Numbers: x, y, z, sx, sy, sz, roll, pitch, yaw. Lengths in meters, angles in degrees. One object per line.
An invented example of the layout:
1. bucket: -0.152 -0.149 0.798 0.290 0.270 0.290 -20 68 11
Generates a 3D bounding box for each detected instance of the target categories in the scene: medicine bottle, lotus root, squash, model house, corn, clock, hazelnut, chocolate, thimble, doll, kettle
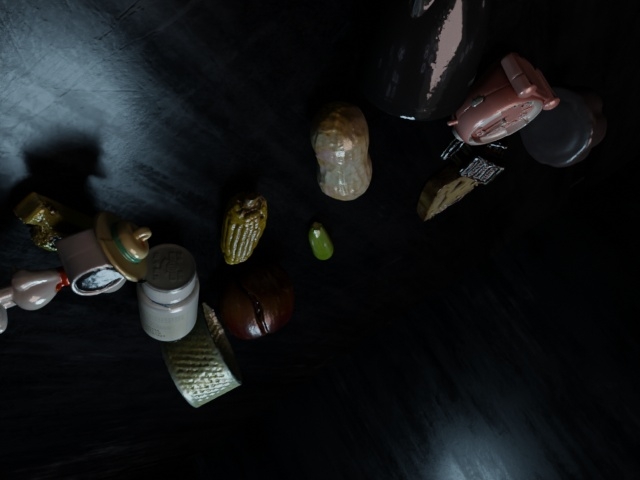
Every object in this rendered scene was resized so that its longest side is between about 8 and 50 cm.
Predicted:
1. medicine bottle: -0.355 0.125 1.290 0.143 0.144 0.258 -20 156 -26
2. lotus root: 0.407 -0.171 1.751 0.260 0.075 0.170 -35 157 12
3. squash: 0.000 0.000 1.596 0.066 0.066 0.201 -29 154 -7
4. model house: 0.459 -0.249 1.564 0.106 0.152 0.165 -19 156 -42
5. corn: -0.182 -0.027 1.270 0.097 0.097 0.262 -19 157 -28
6. clock: 0.430 -0.341 1.374 0.241 0.143 0.227 -36 158 36
7. hazelnut: -0.187 0.160 1.544 0.218 0.218 0.234 -47 172 32
8. chocolate: 0.045 -0.182 1.193 0.134 0.134 0.309 -30 158 -4
9. thimble: -0.336 0.325 1.564 0.149 0.271 0.271 -27 157 -5
10. doll: -0.432 0.060 0.938 0.271 0.144 0.208 -18 163 -37
11. kettle: 0.196 -0.393 0.921 0.268 0.207 0.290 -52 162 -37

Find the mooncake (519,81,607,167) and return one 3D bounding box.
1. mooncake: 0.694 -0.335 1.586 0.133 0.245 0.245 -20 155 -36

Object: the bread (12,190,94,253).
1. bread: -0.457 -0.015 0.998 0.088 0.049 0.226 -35 157 7
